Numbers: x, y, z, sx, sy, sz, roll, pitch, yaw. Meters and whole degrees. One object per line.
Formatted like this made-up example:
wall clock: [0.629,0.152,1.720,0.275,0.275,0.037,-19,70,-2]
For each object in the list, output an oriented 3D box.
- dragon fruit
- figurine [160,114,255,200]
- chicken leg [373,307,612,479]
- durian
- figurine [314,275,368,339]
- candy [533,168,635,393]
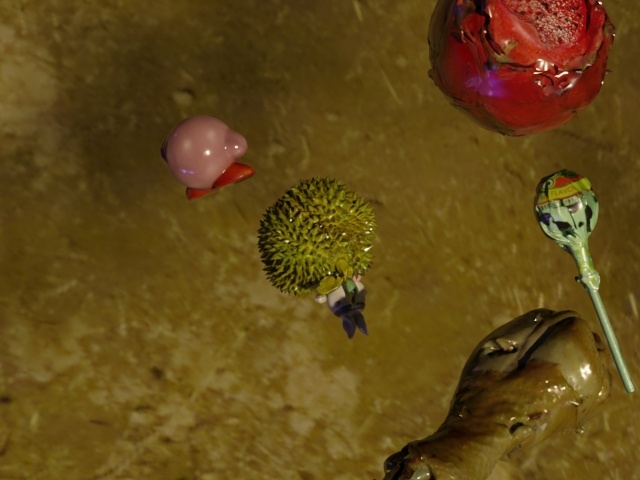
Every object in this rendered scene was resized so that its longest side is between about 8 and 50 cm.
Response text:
dragon fruit: [0.308,-0.307,2.009,0.296,0.302,0.295,0,92,-4]
figurine: [-0.104,-0.078,1.163,0.083,0.067,0.071,-19,91,25]
chicken leg: [0.194,0.197,1.426,0.201,0.429,0.152,-32,89,42]
durian: [-0.013,-0.004,1.721,0.159,0.146,0.198,-9,25,25]
figurine: [0.027,0.065,1.880,0.081,0.098,0.146,-22,46,-12]
candy: [0.360,0.054,1.700,0.083,0.091,0.305,-24,84,41]
